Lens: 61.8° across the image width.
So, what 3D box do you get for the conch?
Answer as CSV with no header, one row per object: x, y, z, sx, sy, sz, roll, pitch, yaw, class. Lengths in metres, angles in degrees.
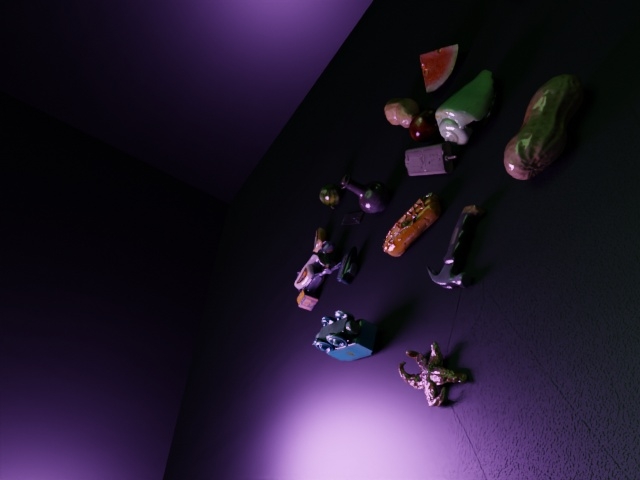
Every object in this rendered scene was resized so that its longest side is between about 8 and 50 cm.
0.453,-0.396,1.596,0.250,0.137,0.143,-42,-4,4,conch

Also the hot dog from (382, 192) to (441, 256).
0.270,-0.044,1.638,0.250,0.076,0.104,-46,28,33,hot dog

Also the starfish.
0.270,0.318,1.276,0.209,0.053,0.150,-14,65,58,starfish

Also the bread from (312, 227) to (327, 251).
0.000,0.000,2.247,0.106,0.053,0.072,-88,8,-52,bread

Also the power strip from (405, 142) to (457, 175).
0.350,-0.256,1.696,0.268,0.034,0.092,-170,69,-68,power strip

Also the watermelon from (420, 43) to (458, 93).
0.421,-0.606,1.928,0.193,0.137,0.146,-15,87,62,watermelon

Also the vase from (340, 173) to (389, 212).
0.154,-0.173,1.905,0.120,0.182,0.120,-50,25,33,vase

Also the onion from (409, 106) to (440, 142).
0.349,-0.384,1.796,0.117,0.118,0.119,108,176,-61,onion

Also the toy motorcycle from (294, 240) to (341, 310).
-0.010,0.125,2.077,0.263,0.090,0.157,-58,30,20,toy motorcycle

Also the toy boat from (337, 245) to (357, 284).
0.103,0.084,1.900,0.060,0.055,0.141,0,63,41,toy boat

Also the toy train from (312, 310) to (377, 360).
0.073,0.289,1.597,0.198,0.154,0.107,-33,33,51,toy train

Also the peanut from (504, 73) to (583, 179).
0.527,-0.269,1.250,0.275,0.111,0.125,-64,25,-1,peanut

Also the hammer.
0.362,0.016,1.400,0.158,0.041,0.227,1,67,65,hammer

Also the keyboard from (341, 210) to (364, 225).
0.126,-0.086,2.107,0.155,0.010,0.053,-3,62,66,keyboard

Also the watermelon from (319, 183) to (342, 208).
0.044,-0.196,2.309,0.109,0.109,0.109,-49,25,33,watermelon

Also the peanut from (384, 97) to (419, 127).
0.311,-0.490,2.034,0.229,0.098,0.103,-129,26,-68,peanut
